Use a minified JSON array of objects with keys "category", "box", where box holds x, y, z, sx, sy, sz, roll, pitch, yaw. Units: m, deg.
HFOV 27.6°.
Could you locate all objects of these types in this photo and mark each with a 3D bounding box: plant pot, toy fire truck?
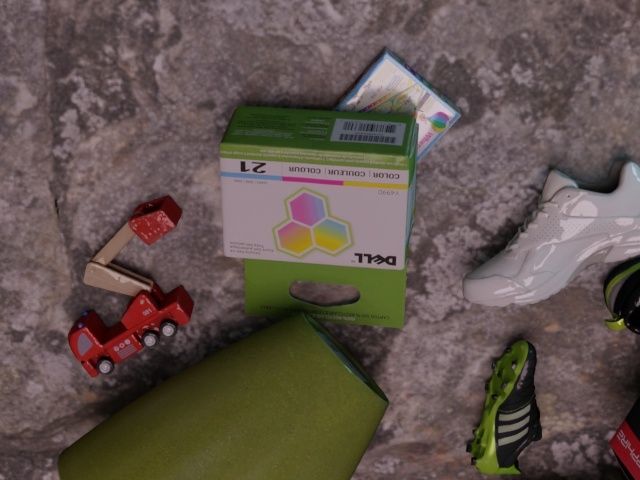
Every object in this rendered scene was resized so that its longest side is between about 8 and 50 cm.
[{"category":"plant pot","box":[-0.078,0.224,1.391,0.293,0.275,0.275,-44,105,3]},{"category":"toy fire truck","box":[-0.210,0.052,1.417,0.192,0.047,0.135,-30,108,14]}]

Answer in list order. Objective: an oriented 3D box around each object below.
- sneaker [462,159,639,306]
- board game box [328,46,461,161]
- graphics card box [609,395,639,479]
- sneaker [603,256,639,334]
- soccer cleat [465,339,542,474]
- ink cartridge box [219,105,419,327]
[{"category":"sneaker","box":[0.244,-0.014,1.366,0.232,0.090,0.115,-27,103,2]},{"category":"board game box","box":[0.056,-0.109,1.353,0.103,0.026,0.154,39,109,-13]},{"category":"graphics card box","box":[0.486,0.112,1.341,0.232,0.094,0.371,9,122,-28]},{"category":"sneaker","box":[0.410,0.043,1.369,0.234,0.097,0.084,-26,110,12]},{"category":"soccer cleat","box":[0.219,0.188,1.461,0.072,0.060,0.179,8,119,-12]},{"category":"ink cartridge box","box":[0.000,0.000,1.339,0.188,0.097,0.255,4,120,7]}]
